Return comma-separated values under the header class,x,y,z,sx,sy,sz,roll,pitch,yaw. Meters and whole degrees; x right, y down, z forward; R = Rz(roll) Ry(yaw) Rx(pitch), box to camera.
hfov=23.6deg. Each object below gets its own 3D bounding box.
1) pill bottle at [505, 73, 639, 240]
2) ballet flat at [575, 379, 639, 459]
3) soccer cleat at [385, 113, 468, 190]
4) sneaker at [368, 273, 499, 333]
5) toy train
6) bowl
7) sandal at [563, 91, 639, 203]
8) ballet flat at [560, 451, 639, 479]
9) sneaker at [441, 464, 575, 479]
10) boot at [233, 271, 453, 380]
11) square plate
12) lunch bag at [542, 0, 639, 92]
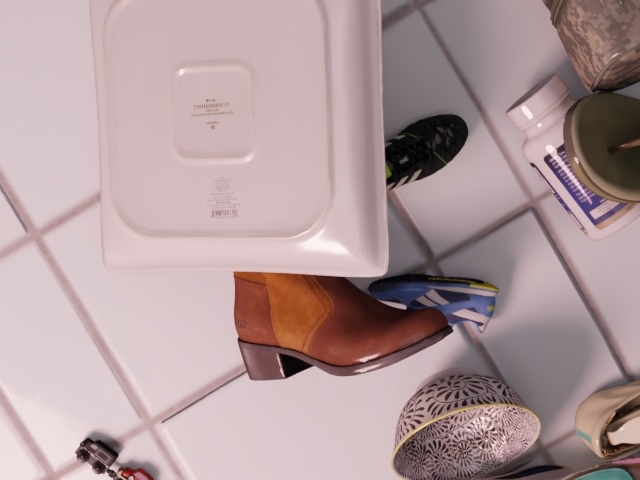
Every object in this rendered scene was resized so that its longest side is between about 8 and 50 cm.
class,x,y,z,sx,sy,sz,roll,pitch,yaw
pill bottle,0.276,-0.092,1.638,0.094,0.094,0.169,-38,96,7
ballet flat,0.402,0.176,1.682,0.248,0.086,0.086,-23,97,5
soccer cleat,0.080,-0.082,1.656,0.179,0.072,0.060,-26,97,5
sneaker,0.123,0.070,1.688,0.144,0.053,0.059,6,101,2
toy train,-0.209,0.277,1.743,0.158,0.027,0.036,38,87,-3
bowl,0.149,0.192,1.678,0.170,0.170,0.080,-18,55,4
sandal,0.383,-0.097,1.589,0.302,0.086,0.120,7,67,-23
ballet flat,0.348,0.263,1.673,0.221,0.079,0.077,-22,91,6
sneaker,0.187,0.326,1.691,0.216,0.079,0.121,-7,99,-15
boot,0.000,0.000,1.632,0.264,0.096,0.280,-7,98,41
square plate,-0.098,-0.133,1.592,0.347,0.049,0.344,0,94,26
lunch bag,0.349,-0.323,1.554,0.305,0.212,0.256,-24,81,4
